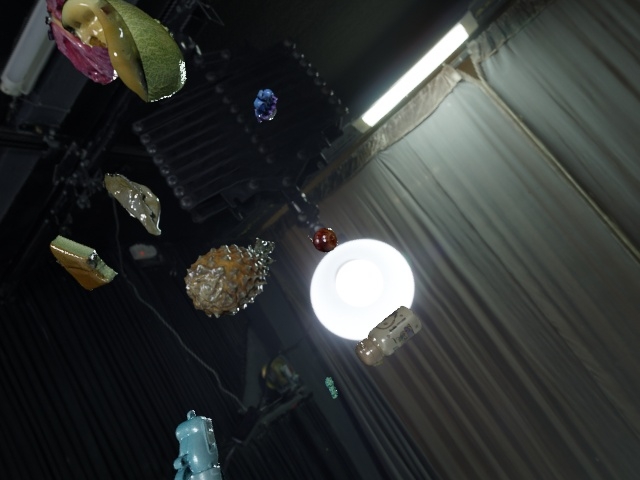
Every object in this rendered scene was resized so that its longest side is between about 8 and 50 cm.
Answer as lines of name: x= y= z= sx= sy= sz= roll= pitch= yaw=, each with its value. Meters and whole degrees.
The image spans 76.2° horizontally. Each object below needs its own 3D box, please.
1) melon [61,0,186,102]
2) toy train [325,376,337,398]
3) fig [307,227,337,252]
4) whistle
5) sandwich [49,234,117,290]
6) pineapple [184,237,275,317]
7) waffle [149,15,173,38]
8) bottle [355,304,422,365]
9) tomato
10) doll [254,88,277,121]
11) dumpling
melon: x=-0.227 y=-0.250 z=0.505 sx=0.128 sy=0.160 sz=0.079 roll=-33 pitch=-21 yaw=-55
toy train: x=0.044 y=0.611 z=1.689 sx=0.029 sy=0.092 sz=0.045 roll=-11 pitch=-50 yaw=-18
fig: x=0.008 y=-0.002 z=1.981 sx=0.151 sy=0.128 sz=0.128 roll=5 pitch=-16 yaw=1
whistle: x=-0.299 y=0.569 z=1.031 sx=0.093 sy=0.273 sz=0.186 roll=-27 pitch=-27 yaw=8
sandwich: x=-0.778 y=0.108 z=1.386 sx=0.063 sy=0.212 sz=0.244 roll=-57 pitch=-27 yaw=-34
pineapple: x=-0.200 y=0.072 z=1.059 sx=0.175 sy=0.175 sz=0.361 roll=-39 pitch=2 yaw=22
waffle: x=-0.625 y=-0.762 z=1.504 sx=0.169 sy=0.184 sz=0.036 roll=122 pitch=169 yaw=-72
bottle: x=0.204 y=0.300 z=1.248 sx=0.209 sy=0.109 sz=0.097 roll=-36 pitch=30 yaw=-14
tomato: x=-0.721 y=-0.676 z=1.332 sx=0.176 sy=0.290 sz=0.335 roll=-47 pitch=1 yaw=-35
doll: x=-0.198 y=-0.483 z=1.460 sx=0.109 sy=0.067 sz=0.206 roll=-54 pitch=-4 yaw=0
dumpling: x=-0.689 y=-0.172 z=1.527 sx=0.086 sy=0.332 sz=0.166 roll=-35 pitch=-22 yaw=-49
